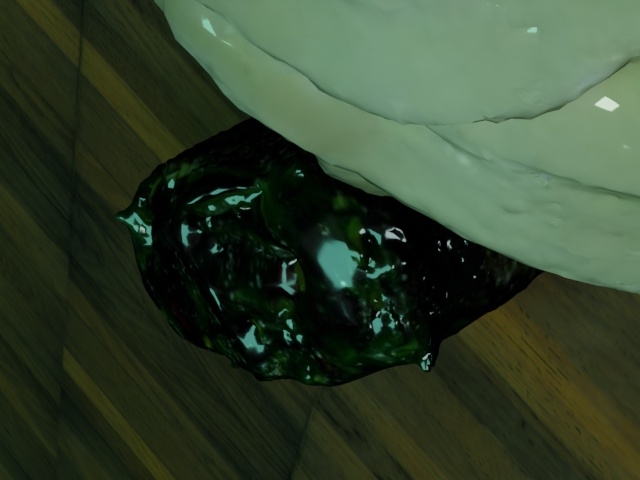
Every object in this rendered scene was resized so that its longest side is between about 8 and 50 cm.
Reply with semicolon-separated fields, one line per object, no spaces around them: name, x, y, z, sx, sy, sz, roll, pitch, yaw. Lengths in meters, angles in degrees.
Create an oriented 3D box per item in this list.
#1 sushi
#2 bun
sushi;0.000;0.000;0.794;0.225;0.127;0.124;-1;117;57
bun;0.027;-0.150;0.428;0.365;0.219;0.365;57;172;13
